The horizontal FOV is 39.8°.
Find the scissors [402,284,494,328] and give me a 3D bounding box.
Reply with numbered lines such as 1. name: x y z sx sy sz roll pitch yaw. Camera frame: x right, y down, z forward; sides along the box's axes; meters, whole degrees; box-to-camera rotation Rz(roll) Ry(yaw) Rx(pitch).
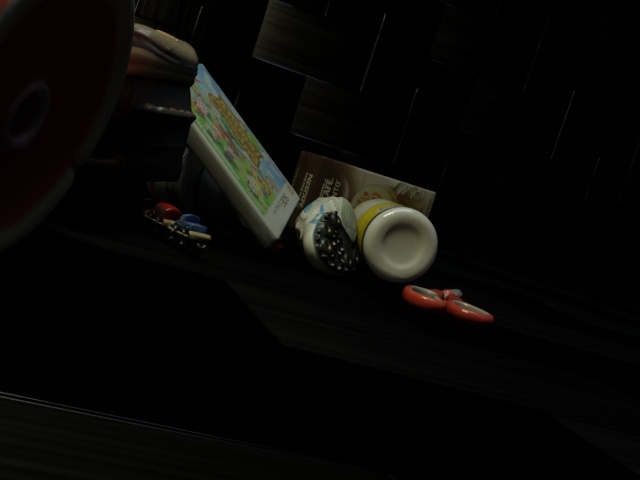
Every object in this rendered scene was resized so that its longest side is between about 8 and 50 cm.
1. scissors: 0.151 0.067 1.122 0.109 0.021 0.297 16 6 1

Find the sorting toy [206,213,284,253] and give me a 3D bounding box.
1. sorting toy: -0.086 -0.016 1.079 0.102 0.042 0.061 19 5 17

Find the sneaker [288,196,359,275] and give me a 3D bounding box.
1. sneaker: 0.000 0.000 1.101 0.086 0.085 0.237 -22 9 9

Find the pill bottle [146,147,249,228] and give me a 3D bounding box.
1. pill bottle: -0.142 -0.077 1.196 0.180 0.107 0.108 22 6 38

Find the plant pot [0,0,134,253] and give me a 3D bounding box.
1. plant pot: -0.260 -0.125 0.503 0.243 0.274 0.275 28 5 5

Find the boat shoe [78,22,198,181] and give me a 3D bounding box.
1. boat shoe: -0.259 -0.084 0.690 0.356 0.130 0.132 -2 0 26

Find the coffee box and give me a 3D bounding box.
1. coffee box: 0.068 -0.060 1.607 0.247 0.141 0.098 14 6 -28

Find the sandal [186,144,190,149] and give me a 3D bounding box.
1. sandal: -0.154 -0.150 1.118 0.067 0.040 0.179 45 15 0

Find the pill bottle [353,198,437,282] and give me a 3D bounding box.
1. pill bottle: 0.091 -0.005 1.245 0.103 0.103 0.184 17 4 -12

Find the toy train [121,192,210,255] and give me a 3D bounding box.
1. toy train: -0.155 -0.020 0.881 0.027 0.036 0.158 14 6 -40

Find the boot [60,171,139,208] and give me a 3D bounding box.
1. boot: -0.290 -0.181 0.928 0.284 0.138 0.377 49 -1 -3

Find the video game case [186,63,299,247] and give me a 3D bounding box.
1. video game case: -0.103 -0.106 1.023 0.212 0.023 0.193 54 14 -10

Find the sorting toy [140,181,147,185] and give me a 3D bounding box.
1. sorting toy: -0.188 -0.096 1.402 0.307 0.041 0.229 15 -14 -31
